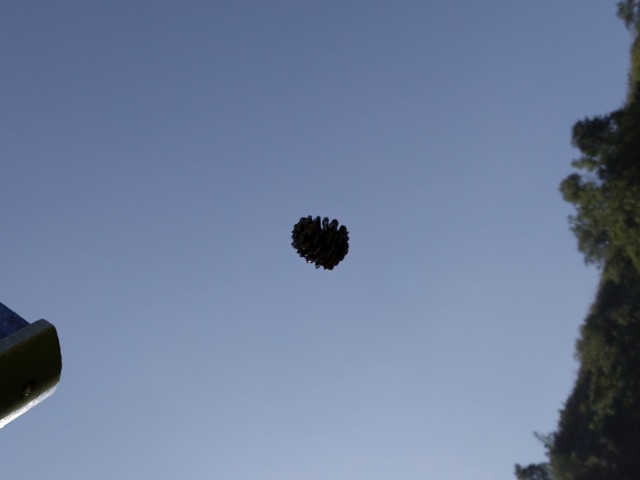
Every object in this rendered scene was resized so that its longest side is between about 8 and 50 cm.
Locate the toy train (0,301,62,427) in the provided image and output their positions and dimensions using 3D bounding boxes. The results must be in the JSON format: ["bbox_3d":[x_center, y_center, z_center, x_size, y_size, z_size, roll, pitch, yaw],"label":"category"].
[{"bbox_3d":[-0.444,0.152,0.710,0.300,0.202,0.131,-36,-32,-53],"label":"toy train"}]

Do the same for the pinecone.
[{"bbox_3d":[0.000,0.000,0.932,0.083,0.077,0.077,35,-94,-37],"label":"pinecone"}]
